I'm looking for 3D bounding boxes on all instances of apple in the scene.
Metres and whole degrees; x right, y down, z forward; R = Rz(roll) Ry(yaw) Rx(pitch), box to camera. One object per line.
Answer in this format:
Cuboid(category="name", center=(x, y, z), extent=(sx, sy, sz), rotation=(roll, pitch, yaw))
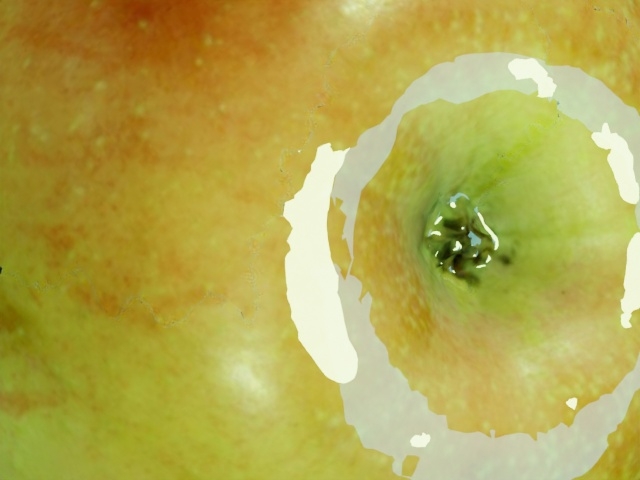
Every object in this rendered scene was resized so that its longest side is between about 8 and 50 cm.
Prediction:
Cuboid(category="apple", center=(0.000, 0.000, 0.665), extent=(0.319, 0.277, 0.319), rotation=(-9, 108, -31))
